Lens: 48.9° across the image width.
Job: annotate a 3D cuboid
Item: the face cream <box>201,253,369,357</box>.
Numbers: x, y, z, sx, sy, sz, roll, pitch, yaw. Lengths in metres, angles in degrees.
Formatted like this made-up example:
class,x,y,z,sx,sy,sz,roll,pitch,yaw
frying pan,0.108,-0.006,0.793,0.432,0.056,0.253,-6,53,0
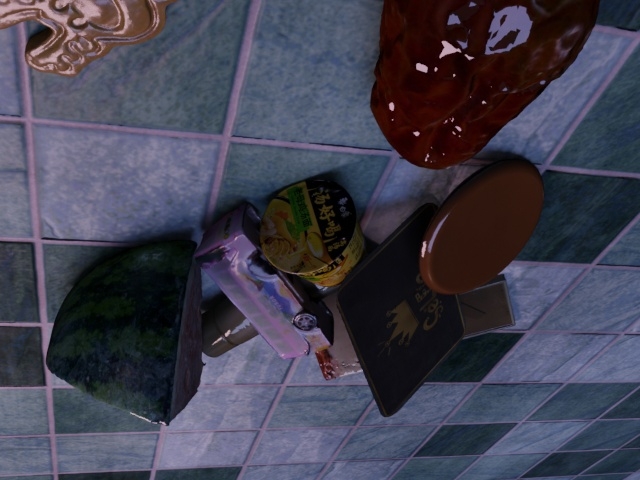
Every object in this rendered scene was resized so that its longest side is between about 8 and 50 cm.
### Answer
class,x,y,z,sx,sy,sz,roll,pitch,yaw
face cream,-0.072,0.093,1.224,0.341,0.084,0.137,-31,129,18

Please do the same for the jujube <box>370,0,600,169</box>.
class,x,y,z,sx,sy,sz,roll,pitch,yaw
jujube,0.156,-0.212,0.776,0.216,0.217,0.342,-1,155,-11

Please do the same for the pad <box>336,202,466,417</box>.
class,x,y,z,sx,sy,sz,roll,pitch,yaw
pad,0.191,0.117,1.188,0.315,0.063,0.376,-43,136,-21

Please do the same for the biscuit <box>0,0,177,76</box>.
class,x,y,z,sx,sy,sz,roll,pitch,yaw
biscuit,-0.240,-0.259,0.745,0.236,0.040,0.144,-20,148,17

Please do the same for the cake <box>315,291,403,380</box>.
class,x,y,z,sx,sy,sz,roll,pitch,yaw
cake,0.076,0.206,1.334,0.158,0.160,0.262,-16,145,4

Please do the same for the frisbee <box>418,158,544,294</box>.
class,x,y,z,sx,sy,sz,roll,pitch,yaw
frisbee,0.258,-0.015,1.106,0.250,0.021,0.251,-22,135,-24

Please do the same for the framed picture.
class,x,y,z,sx,sy,sz,roll,pitch,yaw
framed picture,0.312,0.143,1.425,0.150,0.015,0.203,-18,144,11

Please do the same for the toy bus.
class,x,y,z,sx,sy,sz,roll,pitch,yaw
toy bus,-0.082,0.074,1.118,0.112,0.090,0.274,-24,122,19

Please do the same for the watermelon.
class,x,y,z,sx,sy,sz,roll,pitch,yaw
watermelon,-0.290,0.189,1.106,0.282,0.250,0.293,-10,119,26

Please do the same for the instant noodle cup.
class,x,y,z,sx,sy,sz,roll,pitch,yaw
instant noodle cup,0.000,0.000,1.059,0.151,0.152,0.122,-20,149,14
